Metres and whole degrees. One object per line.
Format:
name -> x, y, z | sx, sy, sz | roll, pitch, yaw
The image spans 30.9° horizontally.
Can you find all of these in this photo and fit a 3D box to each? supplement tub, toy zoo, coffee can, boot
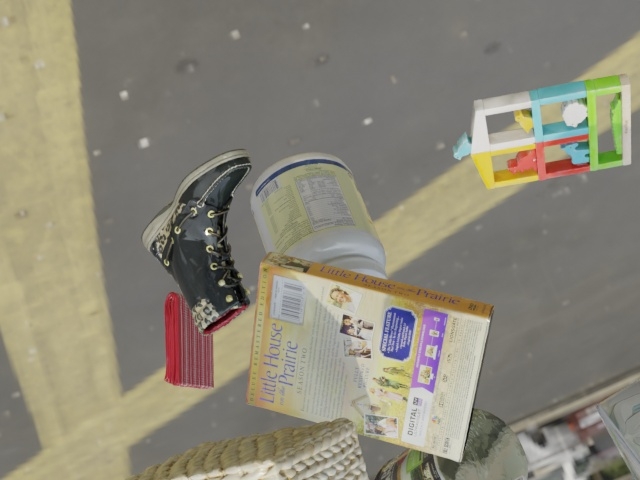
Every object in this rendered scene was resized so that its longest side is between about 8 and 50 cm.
supplement tub -> 0.000, 0.000, 2.437 | 0.235, 0.325, 0.235 | -14, 143, -10
toy zoo -> 0.366, -0.174, 1.922 | 0.293, 0.030, 0.192 | -10, 139, 8
coffee can -> 0.249, 0.473, 2.266 | 0.201, 0.201, 0.275 | -9, 155, -31
boot -> -0.136, 0.004, 1.569 | 0.085, 0.178, 0.236 | -12, 156, -48

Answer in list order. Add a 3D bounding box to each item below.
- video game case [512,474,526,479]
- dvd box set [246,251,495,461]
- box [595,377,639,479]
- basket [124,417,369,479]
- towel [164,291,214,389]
video game case -> 0.303, 0.446, 1.843 | 0.011, 0.122, 0.087 | 25, 134, -28
dvd box set -> 0.081, 0.210, 2.087 | 0.062, 0.420, 0.307 | -52, 152, -61
box -> 0.591, 0.385, 1.898 | 0.127, 0.231, 0.262 | -34, 129, 2
basket -> -0.109, 0.447, 1.754 | 0.328, 0.266, 0.331 | -14, 178, 24
towel -> -0.285, 0.224, 2.524 | 0.031, 0.198, 0.275 | -3, 170, 11
